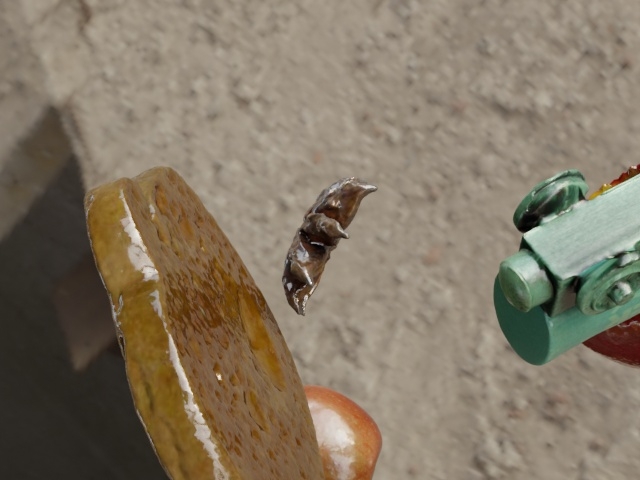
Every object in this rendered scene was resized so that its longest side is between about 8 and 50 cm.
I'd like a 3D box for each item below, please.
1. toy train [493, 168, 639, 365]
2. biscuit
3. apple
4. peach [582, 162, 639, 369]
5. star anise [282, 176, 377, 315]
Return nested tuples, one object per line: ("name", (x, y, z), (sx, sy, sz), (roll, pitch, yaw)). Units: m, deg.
("toy train", (0.224, -0.001, 1.147), (0.248, 0.159, 0.101), (-26, 63, -17))
("biscuit", (-0.091, 0.089, 1.275), (0.063, 0.314, 0.367), (-28, 32, 11))
("apple", (-0.002, 0.296, 2.371), (0.168, 0.181, 0.181), (15, 76, 8))
("peach", (0.306, 0.018, 1.462), (0.226, 0.196, 0.190), (-3, 82, -2))
("star anise", (-0.001, 0.000, 1.450), (0.141, 0.042, 0.141), (-61, 5, 9))
